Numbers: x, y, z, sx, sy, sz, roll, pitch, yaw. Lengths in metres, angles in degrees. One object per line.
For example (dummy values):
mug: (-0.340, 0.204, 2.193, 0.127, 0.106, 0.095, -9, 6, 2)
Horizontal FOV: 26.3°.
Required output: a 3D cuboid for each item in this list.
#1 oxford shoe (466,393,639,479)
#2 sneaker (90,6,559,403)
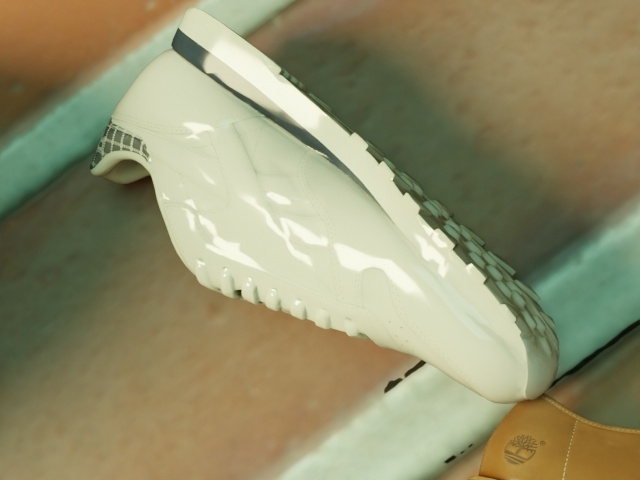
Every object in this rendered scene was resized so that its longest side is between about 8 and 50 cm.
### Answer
oxford shoe: (0.160, 0.114, 0.516, 0.212, 0.076, 0.076, 22, 67, 18)
sneaker: (0.000, 0.000, 0.588, 0.235, 0.090, 0.095, 42, 94, 26)
